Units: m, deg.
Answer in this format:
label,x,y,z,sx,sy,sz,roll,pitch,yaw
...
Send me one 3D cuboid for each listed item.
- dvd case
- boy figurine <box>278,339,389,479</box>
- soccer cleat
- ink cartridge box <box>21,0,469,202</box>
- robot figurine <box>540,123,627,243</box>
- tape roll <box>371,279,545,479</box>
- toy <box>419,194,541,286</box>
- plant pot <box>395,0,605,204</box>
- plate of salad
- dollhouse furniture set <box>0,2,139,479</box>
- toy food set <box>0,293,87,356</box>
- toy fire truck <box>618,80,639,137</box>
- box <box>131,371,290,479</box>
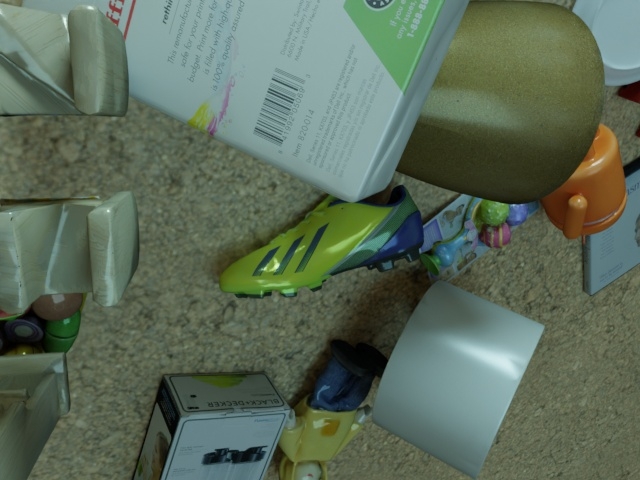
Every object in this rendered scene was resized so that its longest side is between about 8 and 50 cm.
label,x,y,z,sx,sy,sz,roll,pitch,yaw
dvd case,0.565,-0.030,1.186,0.180,0.022,0.253,-30,129,-12
boy figurine,0.000,0.293,1.000,0.177,0.092,0.285,17,105,-40
soccer cleat,0.000,0.000,0.837,0.289,0.093,0.121,-15,95,-18
ink cartridge box,-0.072,-0.202,0.556,0.207,0.353,0.119,-67,168,19
robot figurine,0.396,-0.093,0.974,0.128,0.158,0.219,-29,132,8
tape roll,0.205,0.202,0.947,0.246,0.169,0.246,-51,155,-35
toy,0.261,-0.023,0.983,0.237,0.056,0.137,-34,131,-9
plant pot,0.129,-0.158,0.701,0.254,0.237,0.237,-2,119,-29
plate of salad,0.446,-0.321,0.911,0.200,0.048,0.199,-5,125,-7
dollhouse furniture set,-0.334,0.018,0.520,0.362,0.256,0.394,-3,101,-9
toy food set,-0.314,0.075,0.684,0.128,0.071,0.217,10,112,-35
toy fire truck,0.550,-0.257,1.019,0.135,0.047,0.192,5,115,-34
box,-0.172,0.332,0.920,0.169,0.087,0.290,5,116,-33
